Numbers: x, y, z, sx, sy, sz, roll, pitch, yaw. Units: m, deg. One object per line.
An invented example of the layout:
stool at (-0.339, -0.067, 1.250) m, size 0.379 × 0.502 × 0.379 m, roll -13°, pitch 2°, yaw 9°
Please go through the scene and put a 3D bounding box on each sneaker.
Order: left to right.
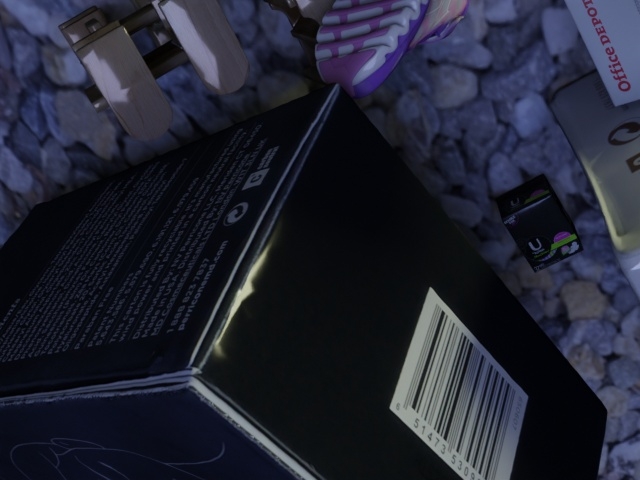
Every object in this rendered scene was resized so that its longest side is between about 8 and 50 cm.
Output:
sneaker at (0.082, -0.208, 0.781) m, size 0.095 × 0.236 × 0.104 m, roll 7°, pitch 148°, yaw 38°

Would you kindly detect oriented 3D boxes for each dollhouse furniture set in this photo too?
dollhouse furniture set at (-0.096, -0.172, 0.809) m, size 0.242 × 0.212 × 0.161 m, roll -32°, pitch 116°, yaw -8°

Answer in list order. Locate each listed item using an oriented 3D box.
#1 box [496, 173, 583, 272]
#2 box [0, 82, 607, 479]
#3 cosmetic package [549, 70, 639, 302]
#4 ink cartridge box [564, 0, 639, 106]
box at (0.243, -0.019, 0.971) m, size 0.062 × 0.052 × 0.083 m, roll -28°, pitch 116°, yaw 19°
box at (-0.058, 0.169, 0.853) m, size 0.472 × 0.297 × 0.480 m, roll -15°, pitch 130°, yaw 41°
cosmetic package at (0.466, 0.006, 0.807) m, size 0.328 × 0.329 × 0.393 m, roll -27°, pitch 116°, yaw 19°
ink cartridge box at (0.323, -0.223, 0.763) m, size 0.176 × 0.127 × 0.128 m, roll -15°, pitch 123°, yaw 34°
